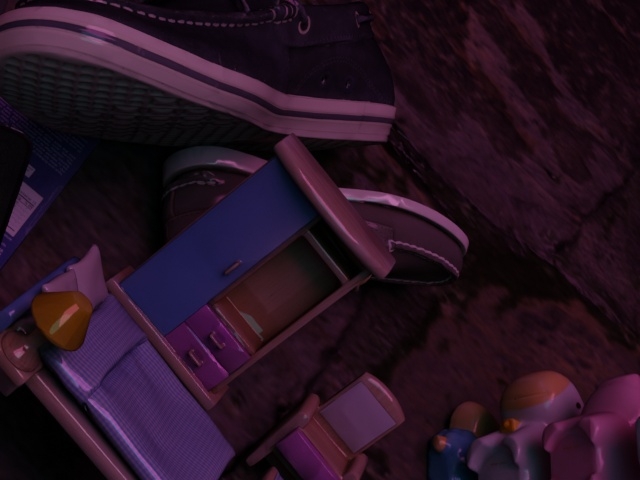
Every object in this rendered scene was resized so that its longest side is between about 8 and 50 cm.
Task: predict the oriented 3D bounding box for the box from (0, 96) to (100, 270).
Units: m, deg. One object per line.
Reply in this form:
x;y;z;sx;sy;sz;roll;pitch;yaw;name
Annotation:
-0.273;-0.072;1.108;0.136;0.036;0.225;41;51;-12;box

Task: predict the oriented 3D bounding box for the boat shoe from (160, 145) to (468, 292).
-0.002;0.002;1.229;0.305;0.109;0.091;15;59;-23;boat shoe

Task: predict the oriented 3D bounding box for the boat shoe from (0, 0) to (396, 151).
-0.090;-0.160;1.120;0.500;0.187;0.156;-2;90;-60;boat shoe

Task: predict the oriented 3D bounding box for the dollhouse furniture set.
-0.055;0.093;0.992;0.286;0.198;0.303;51;18;-3;dollhouse furniture set

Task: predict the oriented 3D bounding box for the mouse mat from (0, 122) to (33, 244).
-0.293;-0.039;0.957;0.153;0.189;0.007;20;48;-11;mouse mat

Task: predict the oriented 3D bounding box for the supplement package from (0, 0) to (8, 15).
-0.349;-0.159;0.993;0.203;0.149;0.194;20;53;-12;supplement package

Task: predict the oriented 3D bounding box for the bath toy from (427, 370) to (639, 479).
0.242;0.179;1.151;0.129;0.348;0.151;16;71;-31;bath toy
